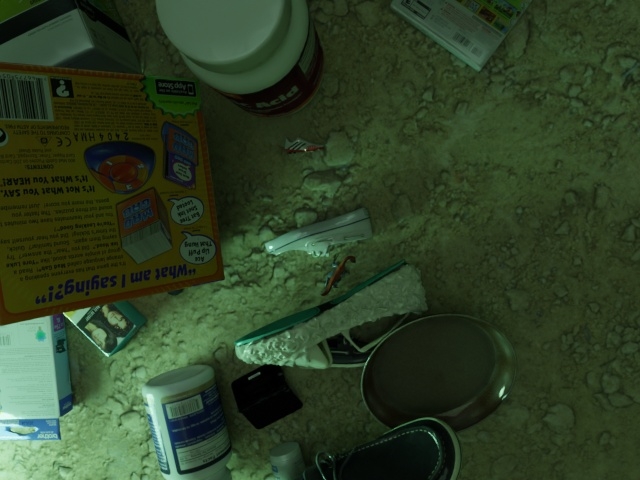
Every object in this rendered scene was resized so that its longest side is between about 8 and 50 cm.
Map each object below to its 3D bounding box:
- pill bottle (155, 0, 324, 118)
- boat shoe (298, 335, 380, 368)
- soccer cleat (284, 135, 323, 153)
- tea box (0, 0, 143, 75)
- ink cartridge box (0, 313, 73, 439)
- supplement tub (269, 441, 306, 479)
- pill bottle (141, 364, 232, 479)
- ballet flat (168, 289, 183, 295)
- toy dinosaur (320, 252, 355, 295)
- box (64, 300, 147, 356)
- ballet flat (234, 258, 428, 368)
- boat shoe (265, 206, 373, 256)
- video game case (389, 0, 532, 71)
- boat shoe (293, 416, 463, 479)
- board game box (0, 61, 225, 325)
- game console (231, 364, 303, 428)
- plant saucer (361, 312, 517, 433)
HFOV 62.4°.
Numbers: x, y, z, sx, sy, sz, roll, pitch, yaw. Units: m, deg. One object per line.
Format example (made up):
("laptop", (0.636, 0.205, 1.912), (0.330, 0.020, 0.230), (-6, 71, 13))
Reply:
("pill bottle", (-0.119, -0.353, 0.926), (0.224, 0.392, 0.224), (0, 94, 7))
("boat shoe", (0.047, 0.226, 1.109), (0.206, 0.075, 0.065), (-8, 94, 12))
("soccer cleat", (-0.035, -0.202, 1.111), (0.083, 0.029, 0.035), (-2, 98, 11))
("tea box", (-0.600, -0.436, 1.060), (0.329, 0.220, 0.323), (-22, 92, 7))
("ink cartridge box", (-0.669, 0.293, 1.198), (0.186, 0.065, 0.311), (-4, 91, 6))
("supplement tub", (-0.066, 0.501, 1.142), (0.071, 0.071, 0.107), (-15, 92, 7))
("pill bottle", (-0.273, 0.411, 1.117), (0.153, 0.153, 0.264), (-11, 93, 7))
("ballet flat", (-0.315, 0.023, 1.137), (0.074, 0.074, 0.203), (12, 95, 5))
("toy dinosaur", (0.042, 0.069, 1.104), (0.047, 0.090, 0.082), (27, 129, -11))
("box", (-0.512, 0.134, 1.170), (0.244, 0.060, 0.100), (43, 97, 2))
("ballet flat", (0.031, 0.175, 1.049), (0.409, 0.147, 0.147), (-25, 91, -1))
("boat shoe", (0.000, 0.000, 1.093), (0.226, 0.083, 0.075), (-19, 91, 6))
("video game case", (0.290, -0.489, 1.058), (0.227, 0.026, 0.206), (37, 97, 4))
("boat shoe", (0.046, 0.502, 1.007), (0.500, 0.156, 0.187), (-33, 47, 6))
("board game box", (-0.432, -0.075, 0.928), (0.356, 0.357, 0.356), (-4, 94, 47))
("game console", (-0.119, 0.340, 1.166), (0.122, 0.071, 0.107), (-29, 60, 7))
("plant saucer", (0.233, 0.265, 1.059), (0.311, 0.050, 0.310), (-2, 115, -3))
